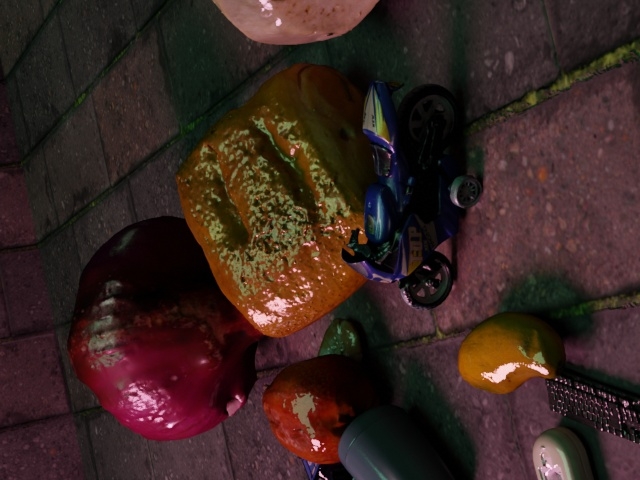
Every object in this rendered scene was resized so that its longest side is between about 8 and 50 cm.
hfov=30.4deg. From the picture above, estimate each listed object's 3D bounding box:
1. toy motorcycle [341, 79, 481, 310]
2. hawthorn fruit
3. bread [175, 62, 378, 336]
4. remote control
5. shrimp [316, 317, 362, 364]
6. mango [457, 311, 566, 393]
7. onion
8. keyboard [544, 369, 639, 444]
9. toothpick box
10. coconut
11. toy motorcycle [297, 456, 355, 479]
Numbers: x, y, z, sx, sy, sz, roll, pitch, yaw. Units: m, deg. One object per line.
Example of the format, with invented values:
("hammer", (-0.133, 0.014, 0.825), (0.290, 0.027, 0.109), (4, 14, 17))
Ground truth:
("toy motorcycle", (0.106, -0.052, 1.510), (0.113, 0.169, 0.315), (28, 123, 58))
("hawthorn fruit", (0.006, 0.257, 1.797), (0.179, 0.174, 0.173), (-28, 74, 50))
("bread", (-0.046, -0.057, 1.683), (0.337, 0.148, 0.328), (-37, 63, 26))
("remote control", (0.303, 0.333, 1.403), (0.078, 0.042, 0.221), (-25, 77, 60))
("shrimp", (0.021, 0.192, 1.881), (0.091, 0.043, 0.184), (63, 147, 22))
("mango", (0.229, 0.137, 1.438), (0.190, 0.075, 0.098), (-26, 71, 62))
("onion", (-0.207, 0.131, 2.008), (0.420, 0.398, 0.398), (-19, 81, 36))
("keyboard", (0.324, 0.192, 1.346), (0.195, 0.018, 0.060), (14, 114, 60))
("toothpick box", (0.119, 0.331, 1.668), (0.184, 0.120, 0.120), (47, 138, 40))
("coconut", (-0.048, -0.420, 1.559), (0.323, 0.323, 0.322), (29, 123, 56))
("toy motorcycle", (0.002, 0.479, 1.940), (0.212, 0.125, 0.358), (-115, 33, -43))
